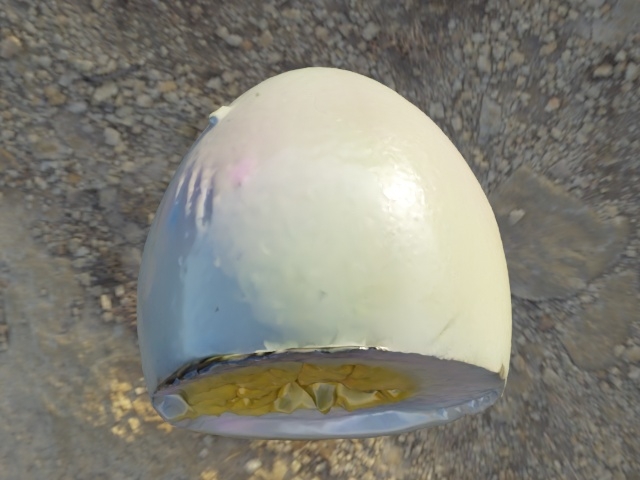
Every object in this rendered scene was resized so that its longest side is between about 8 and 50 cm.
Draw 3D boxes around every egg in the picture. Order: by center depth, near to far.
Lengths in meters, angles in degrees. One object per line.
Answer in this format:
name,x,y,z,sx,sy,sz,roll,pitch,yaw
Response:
egg,0.000,0.000,1.126,0.354,0.354,0.340,-5,68,7
